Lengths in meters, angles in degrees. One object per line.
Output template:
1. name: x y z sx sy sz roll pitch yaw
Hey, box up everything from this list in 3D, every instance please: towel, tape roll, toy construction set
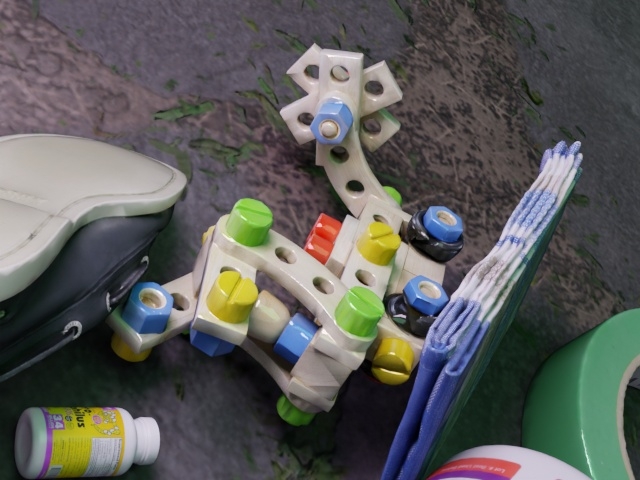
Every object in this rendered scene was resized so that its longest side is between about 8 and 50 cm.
1. towel: 0.121 0.067 0.753 0.034 0.209 0.285 26 44 15
2. tape roll: 0.328 0.219 0.882 0.321 0.077 0.321 20 50 -26
3. toy construction set: 0.000 0.000 0.750 0.215 0.151 0.328 27 49 -3

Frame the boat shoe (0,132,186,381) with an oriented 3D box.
1. boat shoe: -0.174 0.013 0.603 0.127 0.113 0.340 16 16 -1

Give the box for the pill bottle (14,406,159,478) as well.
1. pill bottle: -0.146 0.127 0.615 0.083 0.043 0.043 7 57 -34

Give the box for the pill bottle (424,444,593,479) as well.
1. pill bottle: 0.061 0.271 0.571 0.323 0.181 0.181 -31 81 -44
